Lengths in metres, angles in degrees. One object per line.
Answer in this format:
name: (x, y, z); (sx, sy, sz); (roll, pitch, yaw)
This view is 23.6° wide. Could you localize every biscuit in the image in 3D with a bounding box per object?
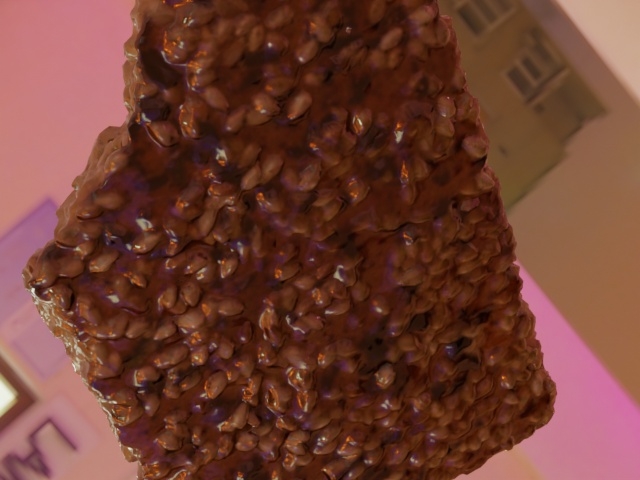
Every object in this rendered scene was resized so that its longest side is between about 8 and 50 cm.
biscuit: (-0.011, 0.002, 0.417); (0.131, 0.237, 0.026); (-30, -139, -10)
